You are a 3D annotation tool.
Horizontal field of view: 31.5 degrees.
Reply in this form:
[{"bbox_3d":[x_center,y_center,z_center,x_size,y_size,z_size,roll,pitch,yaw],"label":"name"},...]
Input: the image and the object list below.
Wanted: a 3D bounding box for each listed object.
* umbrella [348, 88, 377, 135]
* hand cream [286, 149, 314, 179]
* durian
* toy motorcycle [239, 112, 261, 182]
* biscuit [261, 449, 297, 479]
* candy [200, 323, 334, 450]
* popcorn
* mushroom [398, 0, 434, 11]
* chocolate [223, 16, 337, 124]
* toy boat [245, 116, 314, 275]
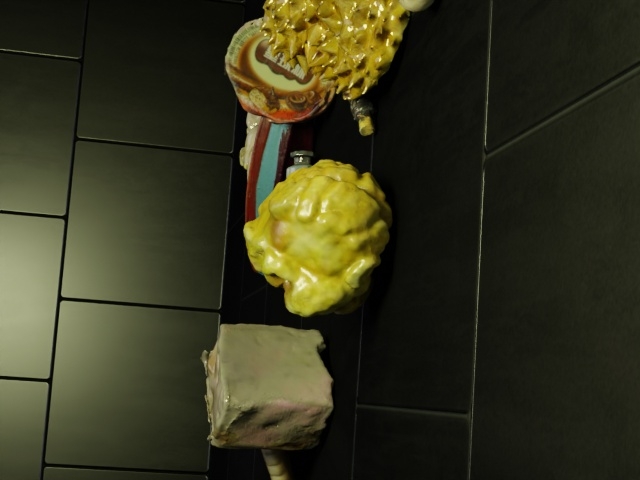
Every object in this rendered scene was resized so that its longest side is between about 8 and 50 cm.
[{"bbox_3d":[0.059,-0.208,1.625,0.037,0.040,0.144,122,153,-43],"label":"umbrella"},{"bbox_3d":[-0.033,-0.023,2.006,0.091,0.058,0.272,160,111,-66],"label":"hand cream"},{"bbox_3d":[0.045,-0.294,1.535,0.305,0.185,0.196,-47,56,44],"label":"durian"},{"bbox_3d":[-0.106,-0.146,2.303,0.223,0.107,0.341,97,167,-64],"label":"toy motorcycle"},{"bbox_3d":[-0.083,0.310,1.978,0.325,0.044,0.217,-105,1,-63],"label":"biscuit"},{"bbox_3d":[-0.084,0.224,1.770,0.185,0.195,0.137,-98,18,-46],"label":"candy"},{"bbox_3d":[0.009,0.002,1.495,0.203,0.226,0.200,60,-145,-9],"label":"popcorn"},{"bbox_3d":[0.102,-0.311,1.321,0.085,0.079,0.085,-174,90,-83],"label":"mushroom"},{"bbox_3d":[-0.049,-0.312,1.968,0.147,0.221,0.221,-58,-17,-56],"label":"chocolate"},{"bbox_3d":[-0.073,-0.098,2.124,0.079,0.136,0.392,34,124,42],"label":"toy boat"}]
